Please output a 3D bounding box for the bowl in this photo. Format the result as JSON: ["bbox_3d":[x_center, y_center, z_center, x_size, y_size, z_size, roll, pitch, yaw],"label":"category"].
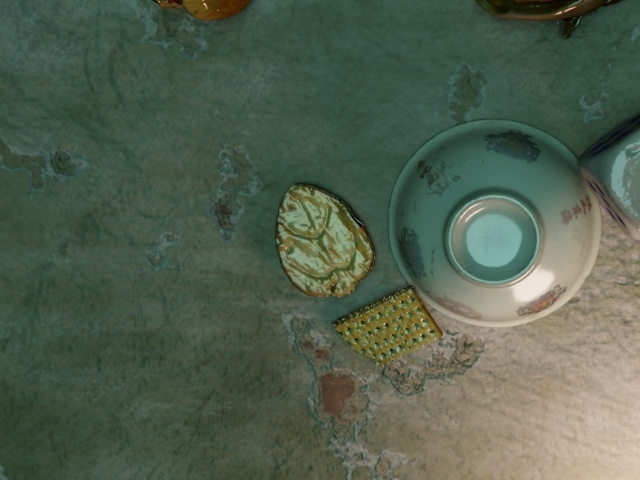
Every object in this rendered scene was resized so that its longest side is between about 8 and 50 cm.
[{"bbox_3d":[0.337,-0.015,1.888,0.434,0.196,0.435,2,100,9],"label":"bowl"}]

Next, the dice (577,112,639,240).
[{"bbox_3d":[0.612,-0.125,1.816,0.193,0.194,0.192,-34,94,10],"label":"dice"}]

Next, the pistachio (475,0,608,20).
[{"bbox_3d":[0.410,-0.496,1.781,0.288,0.197,0.166,14,147,31],"label":"pistachio"}]

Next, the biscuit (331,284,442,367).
[{"bbox_3d":[0.142,0.188,2.035,0.203,0.016,0.144,-30,102,21],"label":"biscuit"}]

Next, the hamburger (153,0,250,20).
[{"bbox_3d":[-0.225,-0.542,1.877,0.163,0.244,0.244,27,103,15],"label":"hamburger"}]

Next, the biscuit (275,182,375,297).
[{"bbox_3d":[0.002,-0.001,2.030,0.203,0.041,0.260,-26,94,16],"label":"biscuit"}]

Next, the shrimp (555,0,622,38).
[{"bbox_3d":[0.559,-0.501,1.839,0.152,0.063,0.287,25,102,-7],"label":"shrimp"}]
